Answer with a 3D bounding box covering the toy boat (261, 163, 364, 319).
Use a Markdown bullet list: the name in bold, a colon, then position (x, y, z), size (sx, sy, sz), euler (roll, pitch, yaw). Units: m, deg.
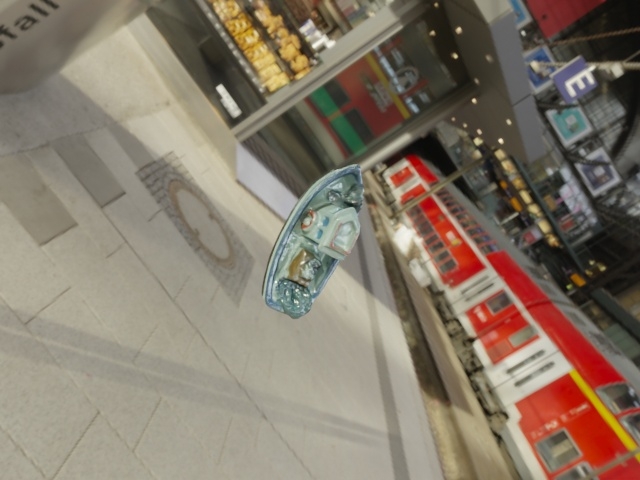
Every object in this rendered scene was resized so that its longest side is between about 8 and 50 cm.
- **toy boat**: position (0.000, 0.000, 0.521), size (0.059, 0.140, 0.066), euler (26, 0, -33)
